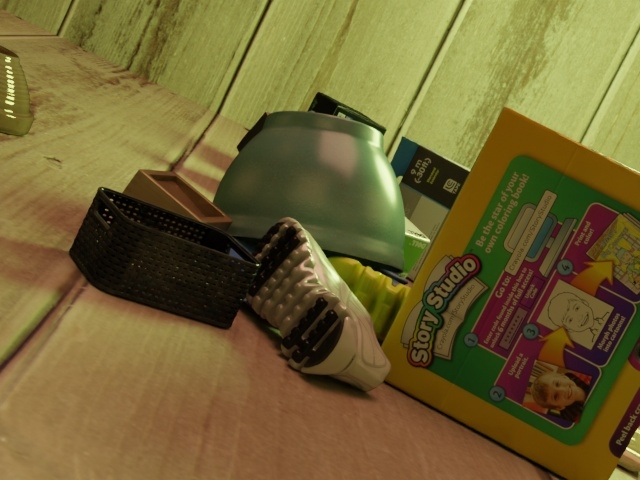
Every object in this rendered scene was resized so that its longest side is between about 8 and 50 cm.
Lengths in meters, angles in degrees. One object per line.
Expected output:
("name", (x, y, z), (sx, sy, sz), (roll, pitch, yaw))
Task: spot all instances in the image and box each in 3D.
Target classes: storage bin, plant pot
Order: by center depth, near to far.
("storage bin", (-0.173, 0.020, 1.259), (0.180, 0.084, 0.122), (20, 11, -34))
("plant pot", (-0.008, -0.073, 1.620), (0.293, 0.196, 0.293), (10, -6, 1))
("plant pot", (-0.551, -0.264, 1.771), (0.237, 0.109, 0.237), (25, 7, -4))

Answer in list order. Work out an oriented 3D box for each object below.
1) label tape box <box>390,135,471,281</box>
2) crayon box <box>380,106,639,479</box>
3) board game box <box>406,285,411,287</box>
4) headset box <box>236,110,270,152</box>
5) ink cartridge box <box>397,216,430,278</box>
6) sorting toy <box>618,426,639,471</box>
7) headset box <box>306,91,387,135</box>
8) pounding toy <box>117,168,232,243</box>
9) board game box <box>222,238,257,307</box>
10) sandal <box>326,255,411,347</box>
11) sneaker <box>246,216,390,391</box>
("label tape box", (0.215, -0.052, 2.307), (0.348, 0.249, 0.115), (33, 10, 36))
("crayon box", (0.280, 0.070, 1.364), (0.313, 0.362, 0.106), (28, 8, 11))
("board game box", (0.172, 0.112, 1.941), (0.281, 0.027, 0.145), (22, 10, -26))
("headset box", (-0.024, -0.120, 2.254), (0.293, 0.110, 0.218), (20, 33, -38))
("ink cartridge box", (0.099, 0.020, 1.832), (0.189, 0.097, 0.255), (17, 22, -44))
("sorting toy", (0.387, 0.265, 1.645), (0.193, 0.038, 0.208), (28, 13, 14))
("headset box", (0.015, -0.197, 2.598), (0.131, 0.246, 0.283), (25, 9, -15))
("pounding toy", (-0.210, -0.029, 1.479), (0.141, 0.100, 0.130), (39, 12, 12))
("board game box", (-0.084, 0.060, 1.443), (0.169, 0.033, 0.133), (35, 28, 19))
("sandal", (0.134, 0.113, 1.517), (0.317, 0.126, 0.138), (29, 4, 11))
("sneaker", (-0.007, 0.078, 1.347), (0.118, 0.110, 0.292), (33, 17, -34))
